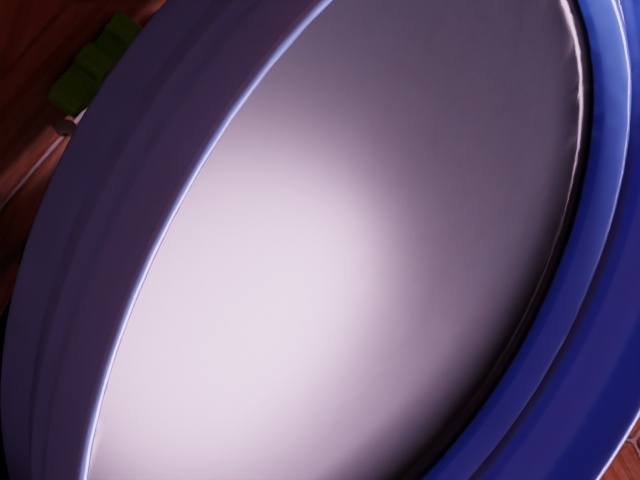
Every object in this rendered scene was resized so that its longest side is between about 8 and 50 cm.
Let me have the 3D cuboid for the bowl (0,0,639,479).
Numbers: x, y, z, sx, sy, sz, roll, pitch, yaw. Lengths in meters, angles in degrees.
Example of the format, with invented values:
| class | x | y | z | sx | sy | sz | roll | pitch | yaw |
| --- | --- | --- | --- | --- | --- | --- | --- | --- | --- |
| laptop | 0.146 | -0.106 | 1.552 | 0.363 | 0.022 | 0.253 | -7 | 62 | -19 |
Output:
| class | x | y | z | sx | sy | sz | roll | pitch | yaw |
| --- | --- | --- | --- | --- | --- | --- | --- | --- | --- |
| bowl | 0.034 | 0.023 | 0.687 | 0.391 | 0.077 | 0.391 | -27 | 132 | -34 |

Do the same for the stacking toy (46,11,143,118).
| class | x | y | z | sx | sy | sz | roll | pitch | yaw |
| --- | --- | --- | --- | --- | --- | --- | --- | --- | --- |
| stacking toy | -0.003 | -0.086 | 0.795 | 0.221 | 0.167 | 0.052 | -50 | 173 | -30 |

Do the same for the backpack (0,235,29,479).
| class | x | y | z | sx | sy | sz | roll | pitch | yaw |
| --- | --- | --- | --- | --- | --- | --- | --- | --- | --- |
| backpack | -0.120 | 0.149 | 0.842 | 0.225 | 0.191 | 0.253 | -57 | -168 | 44 |

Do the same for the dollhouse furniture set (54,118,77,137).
| class | x | y | z | sx | sy | sz | roll | pitch | yaw |
| --- | --- | --- | --- | --- | --- | --- | --- | --- | --- |
| dollhouse furniture set | -0.098 | -0.037 | 0.829 | 0.081 | 0.091 | 0.114 | -30 | 165 | -31 |
